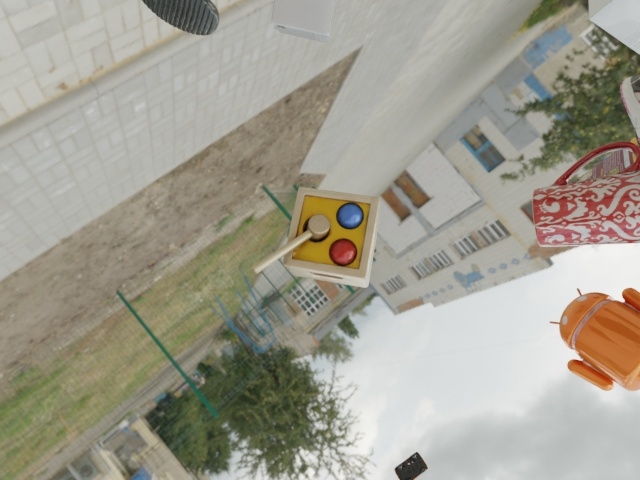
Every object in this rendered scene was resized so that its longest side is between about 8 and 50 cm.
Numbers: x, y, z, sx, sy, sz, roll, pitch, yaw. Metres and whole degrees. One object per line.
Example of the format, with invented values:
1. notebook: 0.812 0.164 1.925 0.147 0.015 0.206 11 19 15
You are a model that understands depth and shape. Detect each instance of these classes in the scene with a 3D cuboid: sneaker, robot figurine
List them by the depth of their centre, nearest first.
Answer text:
1. sneaker: 0.460 -0.164 0.642 0.077 0.072 0.178 -20 -137 35
2. robot figurine: 0.526 0.179 0.861 0.128 0.219 0.158 -18 127 -23
3. sneaker: -0.312 -0.531 0.893 0.122 0.330 0.146 -27 -147 55

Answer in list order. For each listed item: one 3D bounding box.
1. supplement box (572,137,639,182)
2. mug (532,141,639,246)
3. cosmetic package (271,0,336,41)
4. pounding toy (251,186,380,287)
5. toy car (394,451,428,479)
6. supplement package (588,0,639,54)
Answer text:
1. supplement box: 0.721 -0.144 1.182 0.188 0.080 0.104 -50 -171 49
2. mug: 0.417 -0.056 0.724 0.169 0.113 0.150 -7 -134 32
3. cosmetic package: -0.009 -0.454 0.774 0.127 0.107 0.238 -85 -176 -70
4. pounding toy: 0.000 0.000 0.641 0.100 0.141 0.130 65 34 -73
5. toy car: 0.184 0.424 0.835 0.060 0.122 0.041 -44 165 -28
6. supplement package: 0.716 -0.526 1.091 0.105 0.179 0.105 -38 -149 59
